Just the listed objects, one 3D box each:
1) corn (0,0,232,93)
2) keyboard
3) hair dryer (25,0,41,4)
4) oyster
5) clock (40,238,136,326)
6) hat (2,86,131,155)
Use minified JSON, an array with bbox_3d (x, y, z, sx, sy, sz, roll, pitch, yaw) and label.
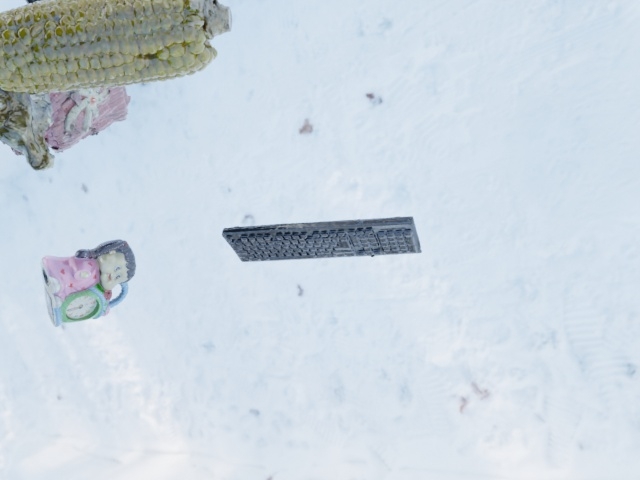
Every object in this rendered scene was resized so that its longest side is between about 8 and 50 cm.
[{"bbox_3d":[-0.264,-0.240,0.779,0.119,0.321,0.119,173,90,-83],"label":"corn"},{"bbox_3d":[0.000,0.000,0.838,0.250,0.017,0.087,-3,149,16],"label":"keyboard"},{"bbox_3d":[-0.460,-0.405,1.019,0.128,0.070,0.256,24,150,47],"label":"hair dryer"},{"bbox_3d":[-0.485,-0.269,0.933,0.396,0.110,0.204,45,159,37],"label":"oyster"},{"bbox_3d":[-0.507,0.090,1.451,0.100,0.195,0.194,46,141,35],"label":"clock"},{"bbox_3d":[-0.504,-0.256,1.336,0.107,0.286,0.237,44,153,14],"label":"hat"}]
